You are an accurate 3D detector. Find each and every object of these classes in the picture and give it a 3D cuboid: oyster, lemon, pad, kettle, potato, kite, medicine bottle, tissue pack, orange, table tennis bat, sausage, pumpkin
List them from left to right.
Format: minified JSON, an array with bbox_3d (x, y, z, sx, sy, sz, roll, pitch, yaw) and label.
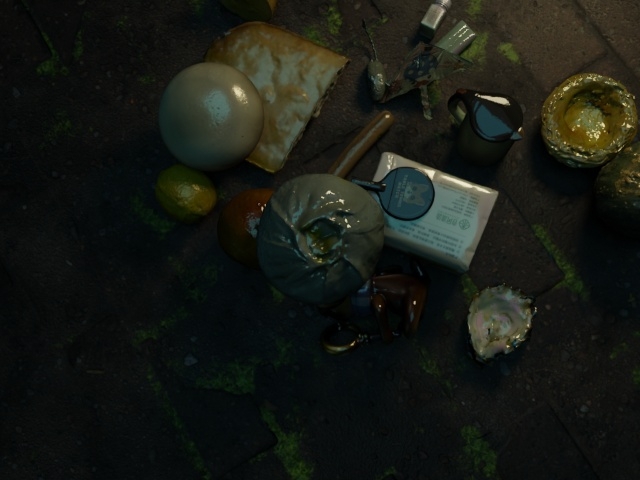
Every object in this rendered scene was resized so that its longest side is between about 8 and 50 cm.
[{"bbox_3d":[-0.420,-0.146,1.786,0.193,0.180,0.181,16,86,3],"label":"lemon"},{"bbox_3d":[-0.212,-0.821,1.847,0.203,0.178,0.158,20,70,32],"label":"potato"},{"bbox_3d":[-0.181,-0.029,1.709,0.264,0.264,0.264,-1,84,7],"label":"orange"},{"bbox_3d":[0.118,-0.285,1.792,0.066,0.066,0.301,41,88,9],"label":"sausage"},{"bbox_3d":[0.199,-0.139,1.593,0.236,0.027,0.150,13,87,7],"label":"table tennis bat"},{"bbox_3d":[0.310,-0.487,1.747,0.335,0.011,0.314,-17,59,32],"label":"kite"},{"bbox_3d":[0.301,-0.079,1.682,0.356,0.194,0.266,22,88,10],"label":"tissue pack"},{"bbox_3d":[0.361,-0.704,1.800,0.055,0.074,0.118,31,89,10],"label":"medicine bottle"},{"bbox_3d":[0.465,-0.337,1.661,0.240,0.255,0.165,41,92,9],"label":"kettle"},{"bbox_3d":[0.519,0.254,1.679,0.198,0.092,0.260,18,77,8],"label":"oyster"},{"bbox_3d":[0.855,-0.250,1.731,0.112,0.003,0.157,36,89,9],"label":"pad"},{"bbox_3d":[0.930,-0.137,1.583,0.327,0.257,0.292,11,98,1],"label":"pumpkin"}]

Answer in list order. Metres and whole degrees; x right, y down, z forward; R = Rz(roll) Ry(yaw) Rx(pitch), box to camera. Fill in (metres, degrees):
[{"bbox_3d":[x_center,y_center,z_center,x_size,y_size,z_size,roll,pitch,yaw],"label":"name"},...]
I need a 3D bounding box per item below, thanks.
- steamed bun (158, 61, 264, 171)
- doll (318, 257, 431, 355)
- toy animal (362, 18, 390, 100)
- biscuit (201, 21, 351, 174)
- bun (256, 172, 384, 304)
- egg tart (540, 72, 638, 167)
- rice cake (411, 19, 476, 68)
[{"bbox_3d":[-0.328,-0.363,1.696,0.324,0.206,0.324,3,100,15],"label":"steamed bun"},{"bbox_3d":[0.154,0.182,1.688,0.339,0.209,0.318,5,52,5],"label":"doll"},{"bbox_3d":[0.169,-0.562,1.806,0.070,0.079,0.253,-6,84,-16],"label":"toy animal"},{"bbox_3d":[-0.189,-0.464,1.819,0.446,0.104,0.429,26,97,7],"label":"biscuit"},{"bbox_3d":[0.000,0.000,1.514,0.361,0.211,0.362,-1,102,-7],"label":"bun"},{"bbox_3d":[0.780,-0.345,1.691,0.288,0.118,0.288,-1,83,6],"label":"egg tart"},{"bbox_3d":[0.390,-0.590,1.802,0.222,0.042,0.080,-43,76,1],"label":"rice cake"}]
